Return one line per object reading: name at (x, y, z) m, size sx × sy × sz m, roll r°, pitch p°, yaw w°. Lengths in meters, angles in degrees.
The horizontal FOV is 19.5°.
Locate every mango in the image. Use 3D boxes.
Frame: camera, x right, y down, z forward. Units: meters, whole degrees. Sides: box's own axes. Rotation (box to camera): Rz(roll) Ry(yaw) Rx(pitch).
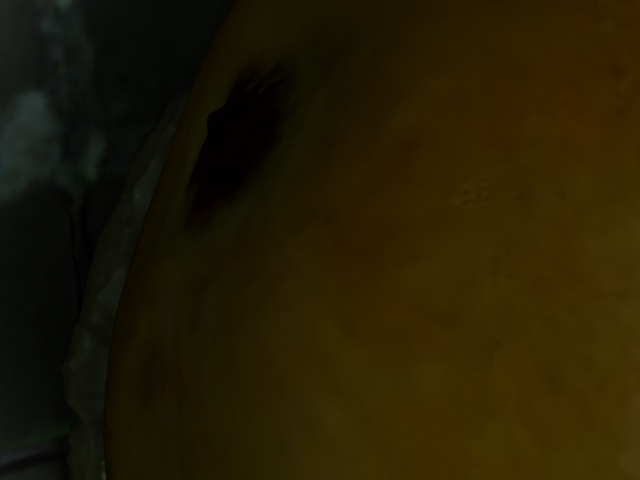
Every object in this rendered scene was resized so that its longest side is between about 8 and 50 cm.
mango at (0.140, 0.030, 0.520) m, size 0.445 × 0.232 × 0.300 m, roll -2°, pitch 72°, yaw -43°

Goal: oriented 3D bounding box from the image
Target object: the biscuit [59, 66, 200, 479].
biscuit at (0.001, -0.005, 0.584) m, size 0.250 × 0.032 × 0.133 m, roll -43°, pitch 123°, yaw -22°
